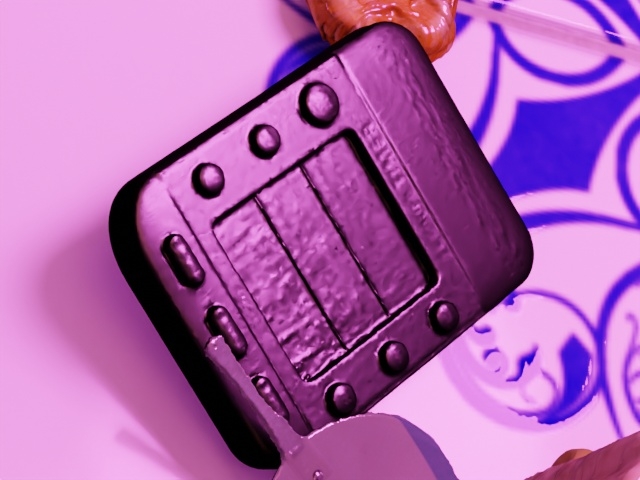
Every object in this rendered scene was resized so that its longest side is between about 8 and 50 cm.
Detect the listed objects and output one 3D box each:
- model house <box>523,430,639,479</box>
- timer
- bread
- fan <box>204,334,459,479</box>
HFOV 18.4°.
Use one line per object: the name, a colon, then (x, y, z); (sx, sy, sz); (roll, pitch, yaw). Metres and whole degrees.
model house: (0.102, 0.181, 0.780); (0.175, 0.193, 0.234); (14, 68, -14)
timer: (0.000, 0.000, 0.897); (0.187, 0.055, 0.144); (-36, 101, -33)
bread: (0.032, -0.136, 0.980); (0.083, 0.044, 0.110); (13, 66, -16)
fan: (0.002, 0.107, 0.847); (0.113, 0.005, 0.175); (-47, 113, -26)
